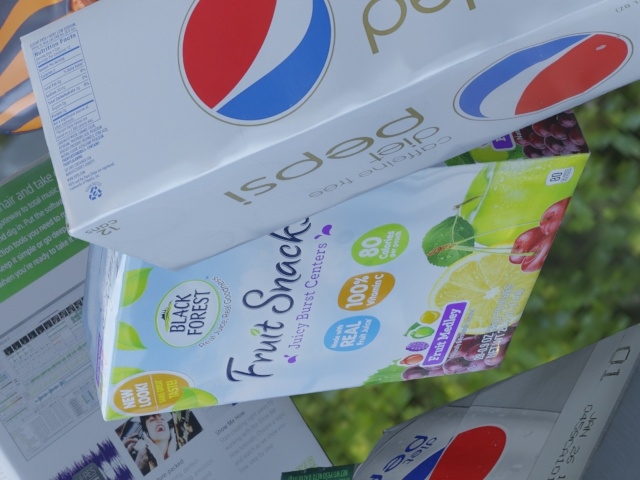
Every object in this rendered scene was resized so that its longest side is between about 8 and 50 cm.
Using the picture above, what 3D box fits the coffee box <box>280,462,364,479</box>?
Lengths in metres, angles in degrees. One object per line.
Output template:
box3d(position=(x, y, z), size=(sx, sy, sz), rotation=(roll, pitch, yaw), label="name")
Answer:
box3d(position=(0.027, 0.230, 1.246), size=(0.040, 0.113, 0.184), rotation=(65, -158, -48), label="coffee box")

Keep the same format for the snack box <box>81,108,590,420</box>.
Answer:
box3d(position=(0.000, 0.000, 0.890), size=(0.174, 0.207, 0.070), rotation=(104, 155, -51), label="snack box")

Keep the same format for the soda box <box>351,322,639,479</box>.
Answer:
box3d(position=(0.109, 0.165, 0.448), size=(0.286, 0.091, 0.098), rotation=(54, -142, -12), label="soda box")

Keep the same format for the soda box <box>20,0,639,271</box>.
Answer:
box3d(position=(0.024, -0.064, 0.573), size=(0.074, 0.216, 0.069), rotation=(26, -135, -65), label="soda box")

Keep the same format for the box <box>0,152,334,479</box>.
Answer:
box3d(position=(-0.151, 0.100, 1.347), size=(0.058, 0.232, 0.322), rotation=(-25, 98, 49), label="box")

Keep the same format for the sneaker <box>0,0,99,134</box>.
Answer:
box3d(position=(-0.089, -0.173, 1.042), size=(0.124, 0.321, 0.180), rotation=(42, -172, -17), label="sneaker")
